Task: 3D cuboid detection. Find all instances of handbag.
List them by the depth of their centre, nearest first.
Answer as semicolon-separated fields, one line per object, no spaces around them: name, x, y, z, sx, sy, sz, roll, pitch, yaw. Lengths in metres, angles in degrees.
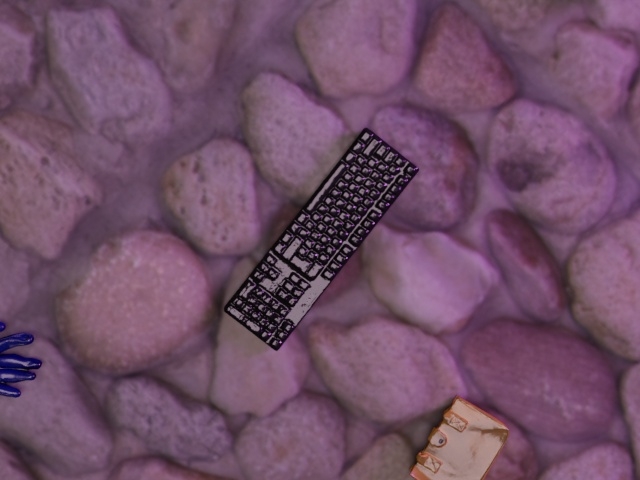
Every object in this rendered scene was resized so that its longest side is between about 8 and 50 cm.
handbag;0.122;0.184;1.369;0.061;0.027;0.083;30;94;1

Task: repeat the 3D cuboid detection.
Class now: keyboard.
keyboard;0.000;0.000;1.352;0.061;0.013;0.204;38;98;-3

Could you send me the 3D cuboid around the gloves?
gloves;-0.289;0.103;1.372;0.086;0.026;0.064;13;97;0
